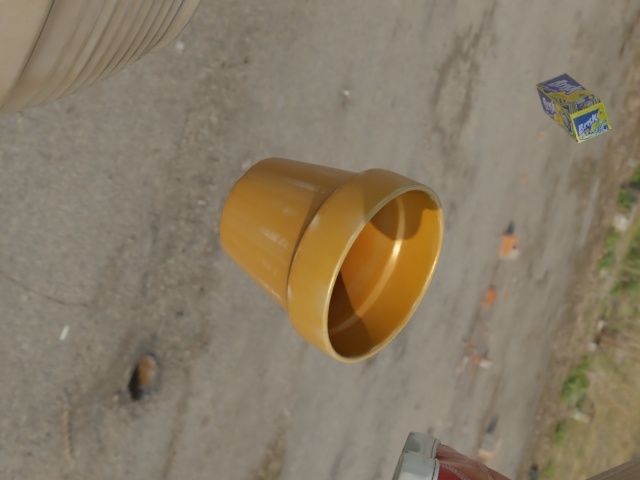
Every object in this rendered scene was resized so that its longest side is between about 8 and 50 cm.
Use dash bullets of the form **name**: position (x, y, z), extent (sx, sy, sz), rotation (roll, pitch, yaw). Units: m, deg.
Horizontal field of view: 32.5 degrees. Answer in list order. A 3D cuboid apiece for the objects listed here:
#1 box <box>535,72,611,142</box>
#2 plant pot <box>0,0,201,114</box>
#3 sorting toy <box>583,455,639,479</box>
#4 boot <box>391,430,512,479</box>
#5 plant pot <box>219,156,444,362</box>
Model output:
- **box**: position (0.405, -0.216, 1.774), extent (0.169, 0.059, 0.054), rotation (-109, 177, -65)
- **plant pot**: position (-0.109, -0.156, 0.486), extent (0.109, 0.237, 0.237), rotation (11, 99, -30)
- **sorting toy**: position (0.379, 0.314, 1.343), extent (0.046, 0.274, 0.132), rotation (62, 13, 0)
- **boot**: position (0.134, 0.210, 0.816), extent (0.244, 0.176, 0.088), rotation (66, 42, -83)
- **plant pot**: position (0.000, 0.000, 1.195), extent (0.205, 0.188, 0.205), rotation (-35, 140, -37)
